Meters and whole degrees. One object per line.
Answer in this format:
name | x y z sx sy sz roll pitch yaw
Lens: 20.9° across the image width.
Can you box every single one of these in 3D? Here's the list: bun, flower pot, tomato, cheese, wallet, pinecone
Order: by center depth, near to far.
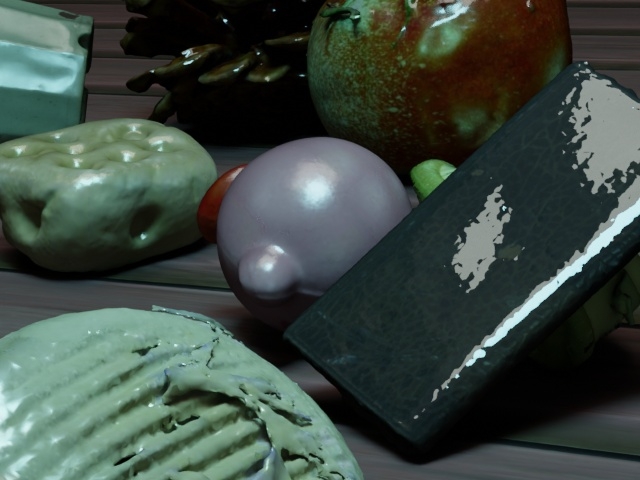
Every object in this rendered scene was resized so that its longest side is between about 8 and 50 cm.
bun | -0.088 0.163 0.866 0.273 0.168 0.273 22 37 -17
wallet | 0.134 0.009 1.261 0.321 0.044 0.170 -42 45 -11
cheese | -0.219 -0.042 1.694 0.235 0.117 0.218 2 19 15
tomato | 0.142 -0.194 1.908 0.303 0.239 0.303 -15 21 6
flower pot | -0.396 -0.185 1.995 0.259 0.290 0.290 5 16 -6
pinecone | -0.084 -0.321 2.147 0.384 0.384 0.384 -4 17 1

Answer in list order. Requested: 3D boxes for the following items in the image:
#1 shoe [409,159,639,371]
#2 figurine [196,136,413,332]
shoe | 0.165 0.018 1.385 0.128 0.140 0.262 -16 27 -13
figurine | 0.000 0.000 1.418 0.173 0.173 0.173 -4 17 1
